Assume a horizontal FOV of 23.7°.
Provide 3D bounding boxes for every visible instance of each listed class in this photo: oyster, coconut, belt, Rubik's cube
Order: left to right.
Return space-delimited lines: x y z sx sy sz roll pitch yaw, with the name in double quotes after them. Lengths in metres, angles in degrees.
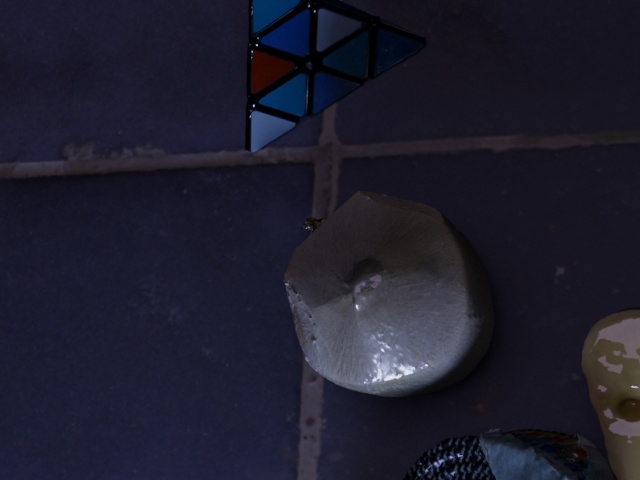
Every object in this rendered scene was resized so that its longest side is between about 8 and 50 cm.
-0.067 -0.321 2.039 0.284 0.250 0.234 -34 46 11 "Rubik's cube"
0.000 0.000 1.958 0.081 0.083 0.038 15 120 24 "oyster"
0.079 0.064 1.813 0.245 0.247 0.244 -6 72 18 "coconut"
0.220 0.313 1.710 0.258 0.150 0.207 2 89 41 "belt"

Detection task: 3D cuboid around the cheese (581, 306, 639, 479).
0.463 0.264 1.663 0.384 0.104 0.383 -1 88 16 "cheese"
